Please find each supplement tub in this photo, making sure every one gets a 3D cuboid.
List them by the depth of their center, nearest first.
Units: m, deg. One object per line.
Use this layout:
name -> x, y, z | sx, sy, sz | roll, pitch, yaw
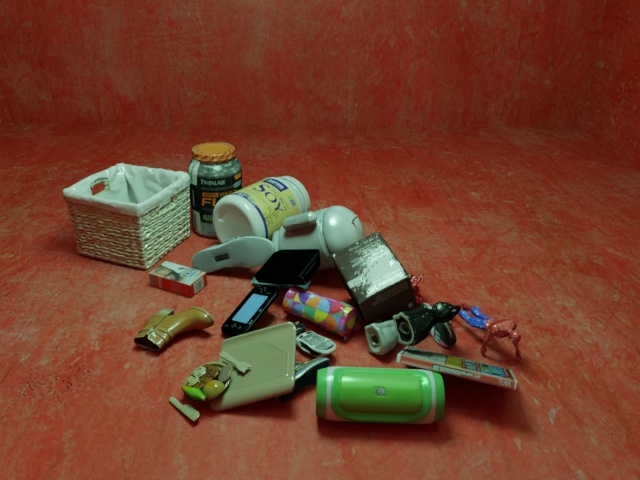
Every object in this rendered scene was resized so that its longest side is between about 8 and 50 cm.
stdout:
supplement tub -> -0.214, -0.100, 2.044 | 0.241, 0.241, 0.331 | 19, 33, 30
supplement tub -> -0.407, -0.199, 2.117 | 0.207, 0.338, 0.207 | 1, 28, 0

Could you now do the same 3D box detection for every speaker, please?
speaker -> 0.138, 0.369, 1.293 | 0.296, 0.131, 0.131 | 2, 28, 1

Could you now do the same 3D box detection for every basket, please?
basket -> -0.686, -0.099, 1.992 | 0.331, 0.267, 0.328 | 10, 29, 17

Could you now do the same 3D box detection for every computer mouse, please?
computer mouse -> -0.037, 0.289, 1.530 | 0.106, 0.042, 0.193 | -18, 27, -41

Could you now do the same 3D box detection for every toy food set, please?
toy food set -> -0.281, 0.346, 1.346 | 0.132, 0.039, 0.192 | 17, 47, 39

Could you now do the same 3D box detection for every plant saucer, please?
plant saucer -> -0.132, 0.143, 1.825 | 0.192, 0.018, 0.067 | 8, 28, 10

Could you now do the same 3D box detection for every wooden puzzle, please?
wooden puzzle -> -0.166, 0.325, 1.401 | 0.220, 0.044, 0.239 | -17, 31, 8

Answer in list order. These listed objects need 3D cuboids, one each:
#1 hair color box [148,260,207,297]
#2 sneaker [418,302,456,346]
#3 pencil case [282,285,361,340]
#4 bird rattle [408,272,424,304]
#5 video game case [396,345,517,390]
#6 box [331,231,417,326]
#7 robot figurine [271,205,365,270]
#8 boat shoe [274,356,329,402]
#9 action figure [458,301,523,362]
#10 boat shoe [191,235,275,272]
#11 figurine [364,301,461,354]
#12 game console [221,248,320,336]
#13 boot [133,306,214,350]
hair color box -> -0.473, 0.127, 1.801 | 0.167, 0.053, 0.093 | 12, 30, 21
sneaker -> 0.364, 0.242, 1.611 | 0.077, 0.072, 0.178 | 3, 31, -21
pencil case -> 0.002, 0.212, 1.621 | 0.236, 0.105, 0.104 | 20, 33, 27
bird rattle -> 0.208, 0.148, 1.774 | 0.206, 0.143, 0.253 | -24, 49, -20
video game case -> 0.349, 0.323, 1.392 | 0.285, 0.025, 0.204 | 10, -3, 16
box -> 0.161, 0.120, 1.622 | 0.168, 0.167, 0.203 | -27, 49, -3
robot figurine -> 0.000, 0.000, 1.834 | 0.353, 0.300, 0.200 | -15, 55, 30
boat shoe -> -0.057, 0.343, 1.396 | 0.183, 0.066, 0.066 | -22, 34, -37
action figure -> 0.478, 0.272, 1.554 | 0.091, 0.139, 0.280 | -12, 8, -18
boat shoe -> -0.290, 0.044, 1.873 | 0.306, 0.113, 0.105 | -17, 13, 19
figurine -> 0.257, 0.236, 1.509 | 0.209, 0.092, 0.215 | -13, -13, -37
game console -> -0.154, 0.153, 1.639 | 0.213, 0.044, 0.361 | -3, 39, 44
boot -> -0.416, 0.257, 1.542 | 0.197, 0.073, 0.152 | -2, 24, 20
